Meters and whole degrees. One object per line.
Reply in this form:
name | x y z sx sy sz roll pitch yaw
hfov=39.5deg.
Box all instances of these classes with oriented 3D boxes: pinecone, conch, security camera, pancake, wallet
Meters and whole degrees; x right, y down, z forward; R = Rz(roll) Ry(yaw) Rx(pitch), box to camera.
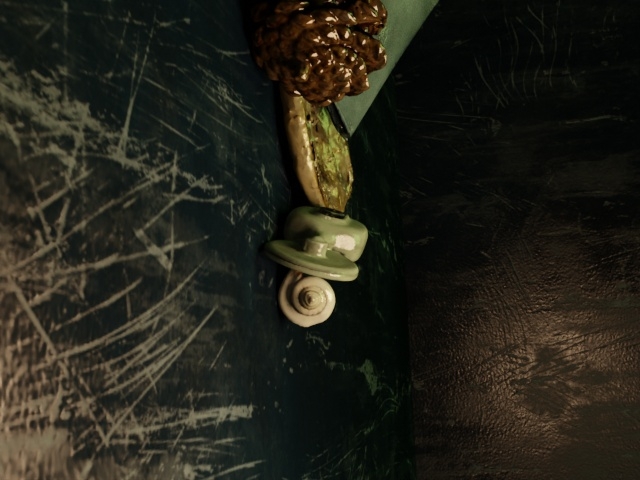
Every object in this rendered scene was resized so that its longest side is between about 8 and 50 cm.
pinecone | -0.008 -0.356 1.450 0.243 0.243 0.257 65 9 -61
conch | -0.021 0.088 1.536 0.104 0.094 0.176 50 11 -2
security camera | 0.000 0.000 1.497 0.301 0.157 0.080 -54 162 -77
pancake | -0.009 -0.221 1.727 0.387 0.082 0.387 -9 90 -76
wallet | 0.109 -0.392 1.688 0.379 0.046 0.190 -58 147 -19
